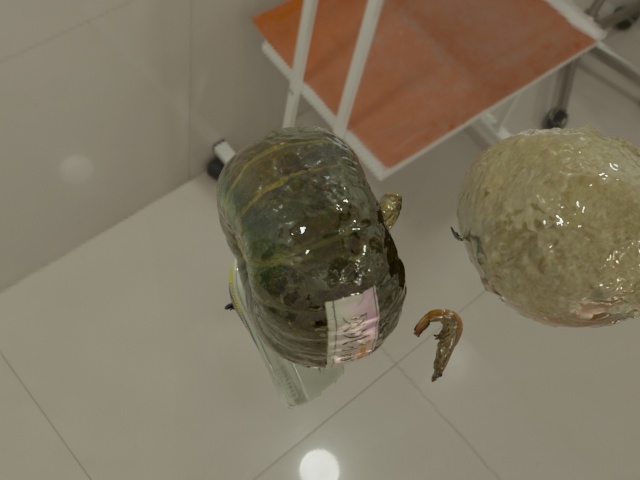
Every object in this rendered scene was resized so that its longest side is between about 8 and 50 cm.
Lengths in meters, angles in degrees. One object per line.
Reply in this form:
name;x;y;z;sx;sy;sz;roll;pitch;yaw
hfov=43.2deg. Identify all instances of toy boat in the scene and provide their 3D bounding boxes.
toy boat;-0.069;0.130;1.311;0.140;0.141;0.270;-33;92;-24

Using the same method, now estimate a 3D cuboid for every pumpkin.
pumpkin;0.003;-0.001;0.835;0.189;0.260;0.260;-19;66;-12

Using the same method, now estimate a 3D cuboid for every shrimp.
shrimp;0.187;0.172;1.325;0.091;0.025;0.127;8;98;-25

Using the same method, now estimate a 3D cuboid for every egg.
egg;0.313;-0.020;1.042;0.279;0.279;0.310;-16;43;-18
